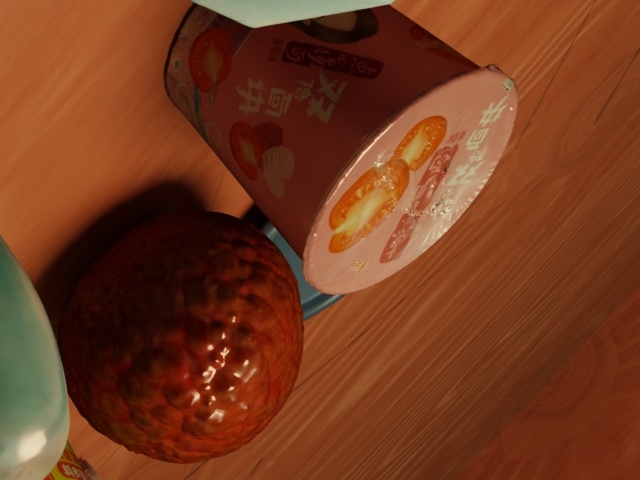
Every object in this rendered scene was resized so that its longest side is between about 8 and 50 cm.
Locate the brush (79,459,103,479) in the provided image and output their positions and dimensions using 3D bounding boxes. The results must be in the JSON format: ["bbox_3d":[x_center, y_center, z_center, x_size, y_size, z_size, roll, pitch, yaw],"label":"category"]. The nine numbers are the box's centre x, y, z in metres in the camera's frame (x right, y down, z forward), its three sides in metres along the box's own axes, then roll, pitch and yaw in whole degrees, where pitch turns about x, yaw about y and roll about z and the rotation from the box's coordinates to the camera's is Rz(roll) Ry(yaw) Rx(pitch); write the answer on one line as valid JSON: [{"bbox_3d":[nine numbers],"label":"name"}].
[{"bbox_3d":[-0.393,0.356,1.434,0.321,0.060,0.050,-36,142,-18],"label":"brush"}]

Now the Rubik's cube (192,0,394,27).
[{"bbox_3d":[0.018,-0.301,0.567,0.316,0.318,0.322,-5,173,25],"label":"Rubik's cube"}]

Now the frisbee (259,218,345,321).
[{"bbox_3d":[-0.003,-0.003,1.469,0.289,0.049,0.289,-32,155,-17],"label":"frisbee"}]

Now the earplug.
[{"bbox_3d":[-0.264,0.029,0.794,0.185,0.324,0.185,-34,153,-21],"label":"earplug"}]

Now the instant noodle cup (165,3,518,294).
[{"bbox_3d":[0.009,-0.116,1.093,0.243,0.231,0.243,-35,154,-20],"label":"instant noodle cup"}]

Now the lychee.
[{"bbox_3d":[-0.130,0.094,1.225,0.255,0.255,0.300,-46,-171,5],"label":"lychee"}]

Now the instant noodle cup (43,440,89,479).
[{"bbox_3d":[-0.339,0.291,1.216,0.311,0.221,0.311,-36,155,-20],"label":"instant noodle cup"}]
